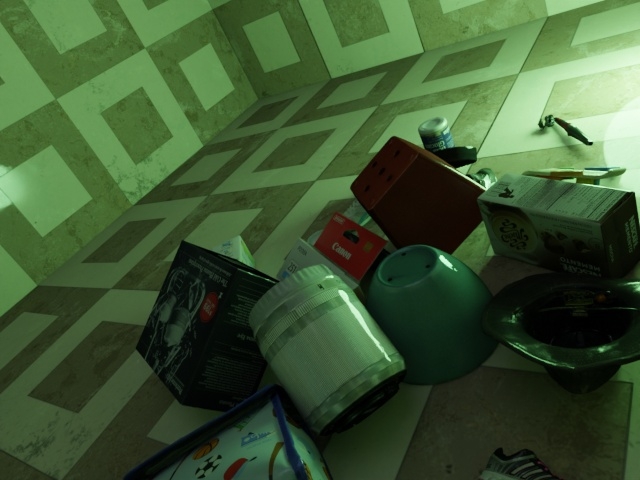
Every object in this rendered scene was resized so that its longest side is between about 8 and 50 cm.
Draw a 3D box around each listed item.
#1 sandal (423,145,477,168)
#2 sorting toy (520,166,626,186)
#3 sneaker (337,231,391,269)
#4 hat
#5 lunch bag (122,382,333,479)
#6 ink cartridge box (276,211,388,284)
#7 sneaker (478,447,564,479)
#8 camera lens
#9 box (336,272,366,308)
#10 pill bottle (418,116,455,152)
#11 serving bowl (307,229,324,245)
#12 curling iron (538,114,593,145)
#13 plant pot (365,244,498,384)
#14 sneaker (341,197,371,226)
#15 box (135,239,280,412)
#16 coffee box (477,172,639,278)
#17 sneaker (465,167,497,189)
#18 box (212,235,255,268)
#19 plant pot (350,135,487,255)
[{"bbox_3d":[0.299,-0.256,1.612,0.167,0.107,0.446,-3,-3,-37],"label":"sandal"},{"bbox_3d":[0.605,-0.148,1.220,0.196,0.047,0.347,6,11,40],"label":"sorting toy"},{"bbox_3d":[0.114,0.052,1.411,0.106,0.101,0.267,-54,32,-7],"label":"sneaker"},{"bbox_3d":[0.435,0.171,0.874,0.331,0.134,0.331,-11,17,3],"label":"hat"},{"bbox_3d":[-0.154,0.428,0.868,0.328,0.239,0.385,-32,13,-6],"label":"lunch bag"},{"bbox_3d":[0.017,0.054,1.383,0.261,0.066,0.296,-58,31,2],"label":"ink cartridge box"},{"bbox_3d":[0.322,0.349,0.751,0.170,0.063,0.075,-6,41,42],"label":"sneaker"},{"bbox_3d":[0.013,0.213,0.985,0.219,0.219,0.274,-33,66,-10],"label":"camera lens"},{"bbox_3d":[0.027,0.185,1.202,0.170,0.130,0.091,-35,29,-12],"label":"box"},{"bbox_3d":[0.386,-0.305,1.653,0.094,0.169,0.094,-22,29,13],"label":"pill bottle"},{"bbox_3d":[0.000,0.000,1.633,0.083,0.027,0.083,-20,29,12],"label":"serving bowl"},{"bbox_3d":[0.739,-0.326,1.528,0.068,0.035,0.274,-28,28,8],"label":"curling iron"},{"bbox_3d":[0.214,0.125,1.073,0.290,0.195,0.290,-20,29,12],"label":"plant pot"},{"bbox_3d":[0.136,-0.111,1.631,0.228,0.092,0.087,-31,30,-4],"label":"sneaker"},{"bbox_3d":[-0.264,0.198,1.242,0.343,0.179,0.312,17,85,53],"label":"box"},{"bbox_3d":[0.510,-0.032,1.104,0.119,0.168,0.297,-38,31,-19],"label":"coffee box"},{"bbox_3d":[0.439,-0.155,1.429,0.078,0.106,0.234,-2,37,37],"label":"sneaker"},{"bbox_3d":[-0.276,0.093,1.627,0.103,0.114,0.203,-24,29,3],"label":"box"},{"bbox_3d":[0.235,-0.114,1.309,0.267,0.236,0.267,-49,26,11],"label":"plant pot"}]
